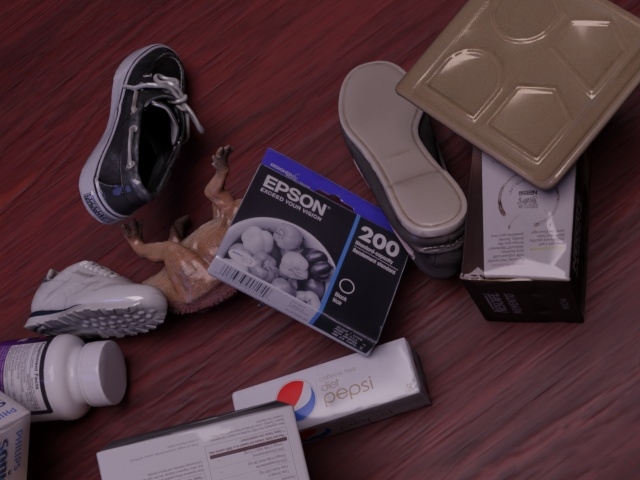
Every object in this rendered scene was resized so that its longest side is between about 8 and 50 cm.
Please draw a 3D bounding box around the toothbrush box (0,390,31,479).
[{"bbox_3d":[-0.492,0.244,1.373,0.295,0.126,0.216,27,122,25],"label":"toothbrush box"}]

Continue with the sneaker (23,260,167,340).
[{"bbox_3d":[-0.278,0.067,1.429,0.235,0.090,0.095,-7,59,37],"label":"sneaker"}]

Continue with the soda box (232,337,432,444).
[{"bbox_3d":[0.013,0.182,1.328,0.216,0.074,0.069,-19,66,10],"label":"soda box"}]

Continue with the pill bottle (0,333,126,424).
[{"bbox_3d":[-0.345,0.172,1.427,0.193,0.108,0.108,-7,69,15],"label":"pill bottle"}]

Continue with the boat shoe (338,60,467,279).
[{"bbox_3d":[0.095,-0.088,1.382,0.112,0.095,0.335,-14,44,-5],"label":"boat shoe"}]

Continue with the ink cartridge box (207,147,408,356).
[{"bbox_3d":[0.000,0.000,1.323,0.206,0.045,0.208,28,51,-7],"label":"ink cartridge box"}]

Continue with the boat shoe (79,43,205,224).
[{"bbox_3d":[-0.210,-0.153,1.451,0.105,0.113,0.306,-21,32,30],"label":"boat shoe"}]

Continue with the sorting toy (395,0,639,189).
[{"bbox_3d":[0.255,-0.220,1.238,0.229,0.041,0.307,38,85,30],"label":"sorting toy"}]

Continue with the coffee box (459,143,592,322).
[{"bbox_3d":[0.239,-0.070,1.299,0.118,0.168,0.297,1,70,18],"label":"coffee box"}]

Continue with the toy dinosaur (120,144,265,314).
[{"bbox_3d":[-0.117,0.027,1.406,0.295,0.127,0.200,-35,71,9],"label":"toy dinosaur"}]

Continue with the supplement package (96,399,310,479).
[{"bbox_3d":[-0.099,0.315,1.177,0.198,0.199,0.263,-13,85,-8],"label":"supplement package"}]
